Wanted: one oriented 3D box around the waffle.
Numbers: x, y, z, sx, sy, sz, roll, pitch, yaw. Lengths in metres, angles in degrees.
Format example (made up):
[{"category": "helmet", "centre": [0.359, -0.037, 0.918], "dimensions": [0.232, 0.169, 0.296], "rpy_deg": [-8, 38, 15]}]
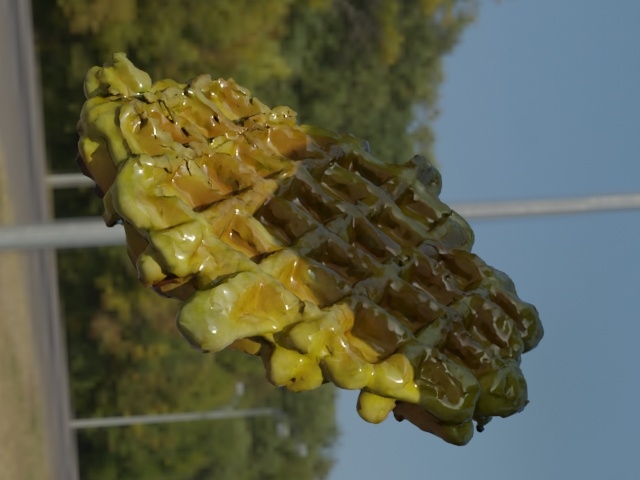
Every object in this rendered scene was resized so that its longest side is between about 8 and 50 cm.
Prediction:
[{"category": "waffle", "centre": [0.000, 0.000, 0.847], "dimensions": [0.059, 0.243, 0.238], "rpy_deg": [-61, -151, 24]}]
